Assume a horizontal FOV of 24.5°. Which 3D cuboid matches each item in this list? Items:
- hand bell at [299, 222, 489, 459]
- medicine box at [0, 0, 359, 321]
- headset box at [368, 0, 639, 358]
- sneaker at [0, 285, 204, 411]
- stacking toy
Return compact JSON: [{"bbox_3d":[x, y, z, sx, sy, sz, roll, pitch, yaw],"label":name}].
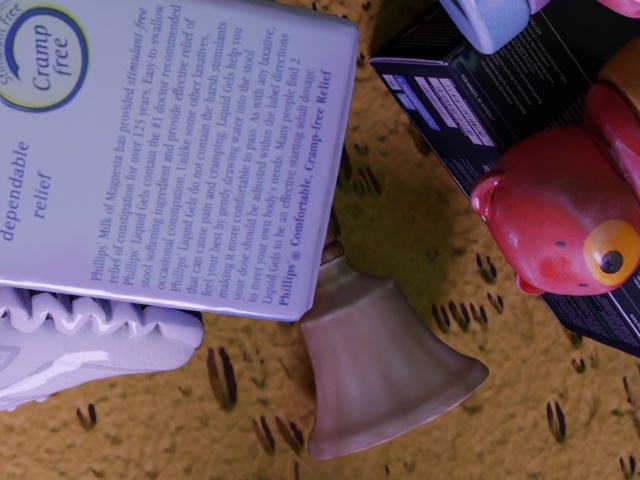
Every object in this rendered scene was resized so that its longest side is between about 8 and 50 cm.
[{"bbox_3d":[0.000,0.000,0.923,0.126,0.126,0.242,-26,94,-14],"label":"hand bell"},{"bbox_3d":[-0.166,-0.068,0.755,0.289,0.263,0.149,8,95,-20],"label":"medicine box"},{"bbox_3d":[0.222,-0.111,0.955,0.283,0.131,0.246,-42,109,-9],"label":"headset box"},{"bbox_3d":[-0.214,0.065,0.853,0.292,0.110,0.118,1,106,-11],"label":"sneaker"},{"bbox_3d":[0.120,-0.073,0.712,0.130,0.279,0.309,-31,113,3],"label":"stacking toy"}]
